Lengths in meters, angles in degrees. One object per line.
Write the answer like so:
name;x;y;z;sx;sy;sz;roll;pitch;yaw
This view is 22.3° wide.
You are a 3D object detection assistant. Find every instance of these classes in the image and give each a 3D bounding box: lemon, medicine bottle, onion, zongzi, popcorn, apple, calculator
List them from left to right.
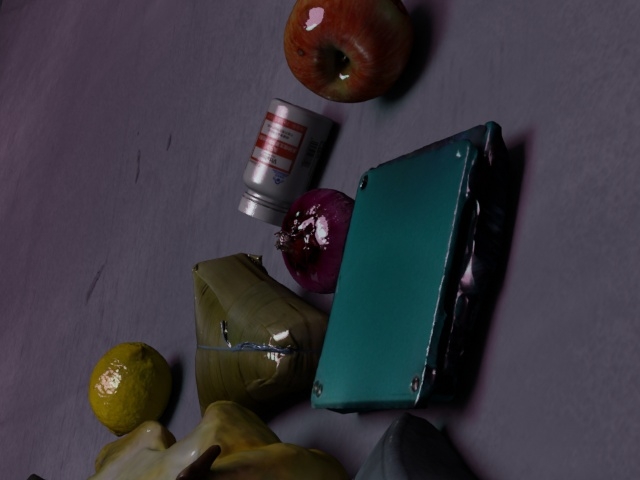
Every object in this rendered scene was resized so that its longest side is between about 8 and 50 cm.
lemon;-0.248;0.194;2.118;0.109;0.109;0.133;-127;53;-63
popcorn;-0.130;0.303;1.606;0.297;0.281;0.316;-46;32;-20
zongzi;-0.067;0.164;1.764;0.228;0.115;0.256;33;119;54
medicine bottle;-0.045;-0.091;1.916;0.140;0.079;0.079;-69;23;5
onion;0.000;0.000;1.720;0.115;0.104;0.115;-4;85;58
apple;0.030;-0.223;1.773;0.146;0.146;0.131;-51;12;40
calculator;0.086;0.040;1.552;0.248;0.058;0.274;-20;55;62

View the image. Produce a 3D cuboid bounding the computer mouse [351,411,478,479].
computer mouse;0.070;0.271;1.345;0.188;0.122;0.371;-66;20;11
